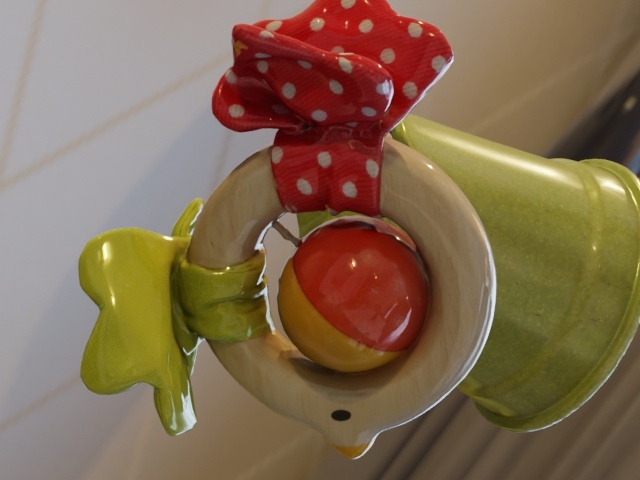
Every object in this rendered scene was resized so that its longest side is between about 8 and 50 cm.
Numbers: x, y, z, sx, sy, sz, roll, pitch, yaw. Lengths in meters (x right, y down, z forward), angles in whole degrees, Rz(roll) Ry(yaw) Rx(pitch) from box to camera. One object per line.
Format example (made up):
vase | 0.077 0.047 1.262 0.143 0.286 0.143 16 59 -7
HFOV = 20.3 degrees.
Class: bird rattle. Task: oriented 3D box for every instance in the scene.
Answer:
bird rattle | 0.000 0.000 0.941 0.207 0.253 0.143 40 14 -4

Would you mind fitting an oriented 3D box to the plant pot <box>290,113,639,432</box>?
plant pot | 0.123 0.005 1.642 0.254 0.276 0.276 25 3 -26
